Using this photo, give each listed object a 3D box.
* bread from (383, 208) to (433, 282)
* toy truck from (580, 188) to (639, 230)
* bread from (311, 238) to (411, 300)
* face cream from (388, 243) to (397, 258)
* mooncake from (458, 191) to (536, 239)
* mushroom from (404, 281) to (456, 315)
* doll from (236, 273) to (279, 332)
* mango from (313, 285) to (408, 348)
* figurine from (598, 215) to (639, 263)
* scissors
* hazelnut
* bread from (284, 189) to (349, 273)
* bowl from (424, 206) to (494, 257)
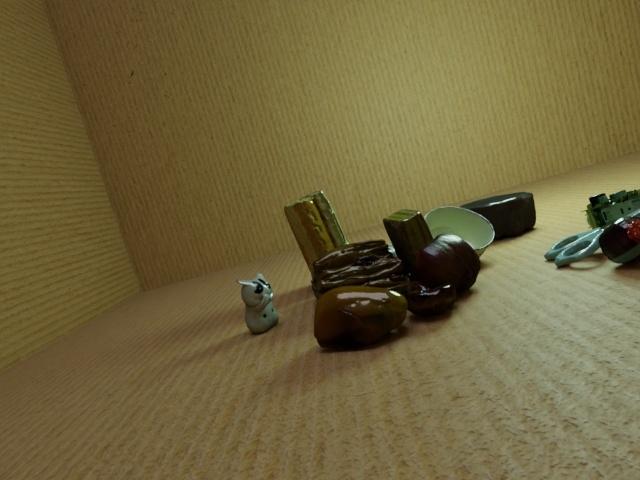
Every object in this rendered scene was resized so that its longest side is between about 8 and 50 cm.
[{"bbox_3d":[0.307,0.019,1.459,0.110,0.235,0.184,-22,8,-7],"label":"bread"},{"bbox_3d":[0.949,-0.098,1.403,0.259,0.129,0.135,-17,-7,0],"label":"toy truck"},{"bbox_3d":[0.113,0.098,1.492,0.313,0.192,0.370,-17,5,-1],"label":"bread"},{"bbox_3d":[0.335,0.042,1.840,0.311,0.093,0.092,-19,7,-32],"label":"face cream"},{"bbox_3d":[0.717,-0.100,1.825,0.305,0.154,0.306,-16,8,2],"label":"mooncake"},{"bbox_3d":[0.273,0.149,1.156,0.135,0.080,0.170,-5,3,-16],"label":"mushroom"},{"bbox_3d":[-0.197,0.207,1.445,0.106,0.181,0.110,5,17,35],"label":"doll"},{"bbox_3d":[0.102,0.176,1.112,0.235,0.136,0.166,-6,7,30],"label":"mango"},{"bbox_3d":[0.798,-0.020,1.101,0.245,0.138,0.110,-14,49,-26],"label":"figurine"},{"bbox_3d":[0.796,-0.032,1.225,0.360,0.030,0.191,-30,2,12],"label":"scissors"},{"bbox_3d":[0.349,0.075,1.256,0.177,0.178,0.204,-12,-12,31],"label":"hazelnut"},{"bbox_3d":[0.000,0.000,1.792,0.165,0.376,0.236,-27,6,-19],"label":"bread"},{"bbox_3d":[0.457,-0.001,1.534,0.237,0.127,0.238,2,41,-2],"label":"bowl"}]
